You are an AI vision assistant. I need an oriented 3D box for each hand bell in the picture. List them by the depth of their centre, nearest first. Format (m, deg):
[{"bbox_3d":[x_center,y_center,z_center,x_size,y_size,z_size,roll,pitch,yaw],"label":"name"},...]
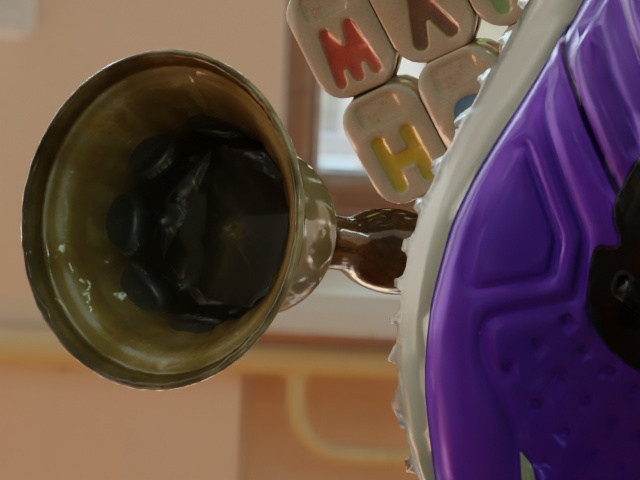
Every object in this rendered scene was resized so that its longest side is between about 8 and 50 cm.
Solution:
[{"bbox_3d":[0.000,0.000,0.795,0.126,0.126,0.242,5,-2,31],"label":"hand bell"}]

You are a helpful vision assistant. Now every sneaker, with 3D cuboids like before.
[{"bbox_3d":[0.116,-0.028,0.514,0.102,0.293,0.146,17,3,-27],"label":"sneaker"}]

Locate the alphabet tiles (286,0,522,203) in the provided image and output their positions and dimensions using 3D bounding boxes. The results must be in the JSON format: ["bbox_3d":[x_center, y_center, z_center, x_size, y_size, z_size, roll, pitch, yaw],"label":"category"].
[{"bbox_3d":[0.117,-0.125,1.039,0.284,0.278,0.021,-22,10,34],"label":"alphabet tiles"}]
